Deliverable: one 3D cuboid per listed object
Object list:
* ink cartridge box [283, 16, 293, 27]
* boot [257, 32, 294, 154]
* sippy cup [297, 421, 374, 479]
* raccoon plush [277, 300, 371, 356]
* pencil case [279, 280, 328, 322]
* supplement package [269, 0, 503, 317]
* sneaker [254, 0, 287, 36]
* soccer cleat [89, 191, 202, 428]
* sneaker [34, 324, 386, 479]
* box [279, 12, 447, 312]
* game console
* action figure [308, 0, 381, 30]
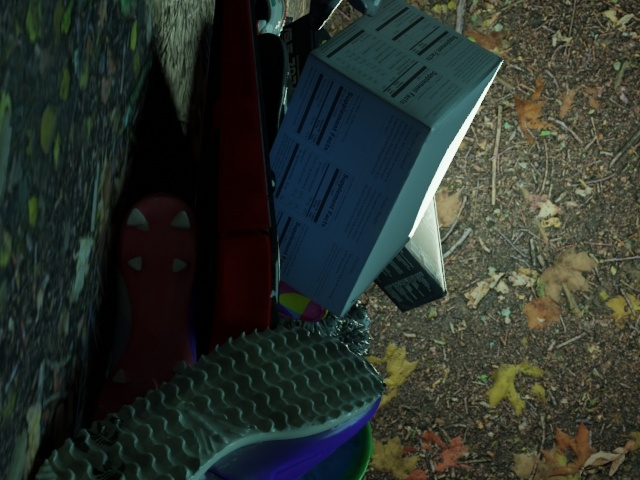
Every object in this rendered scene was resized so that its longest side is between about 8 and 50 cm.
[{"bbox_3d":[-0.067,-0.313,2.002,0.063,0.029,0.115,95,4,-46],"label":"ink cartridge box"},{"bbox_3d":[-0.022,-0.111,1.511,0.229,0.091,0.263,6,84,-57],"label":"boot"},{"bbox_3d":[-0.070,0.304,1.630,0.224,0.305,0.240,112,-39,-51],"label":"sippy cup"},{"bbox_3d":[-0.025,0.102,1.974,0.446,0.216,0.299,-89,176,-54],"label":"raccoon plush"},{"bbox_3d":[0.000,0.000,1.639,0.104,0.104,0.236,94,21,-52],"label":"pencil case"},{"bbox_3d":[0.050,-0.091,1.286,0.204,0.145,0.262,-45,164,-50],"label":"supplement package"},{"bbox_3d":[-0.085,-0.255,1.579,0.075,0.057,0.161,23,74,-70],"label":"sneaker"},{"bbox_3d":[-0.134,0.085,0.965,0.095,0.083,0.248,131,-37,-87],"label":"soccer cleat"},{"bbox_3d":[-0.083,0.170,0.885,0.293,0.102,0.146,-22,141,-35],"label":"sneaker"},{"bbox_3d":[0.058,-0.119,1.916,0.395,0.097,0.318,47,30,-39],"label":"box"},{"bbox_3d":[-0.085,0.005,1.128,0.386,0.060,0.342,106,-14,-56],"label":"game console"},{"bbox_3d":[0.038,-0.398,1.248,0.330,0.341,0.178,-51,141,-13],"label":"action figure"}]
